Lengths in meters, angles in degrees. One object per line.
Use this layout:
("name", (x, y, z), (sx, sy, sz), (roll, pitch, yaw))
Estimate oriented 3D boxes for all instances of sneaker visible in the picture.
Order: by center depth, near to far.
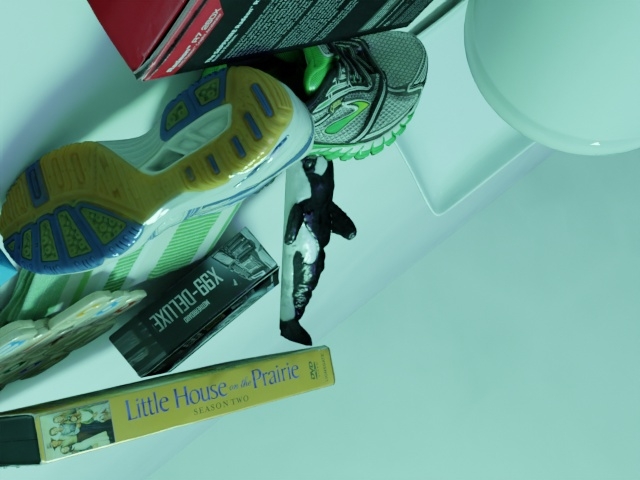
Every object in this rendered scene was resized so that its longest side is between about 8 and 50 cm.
("sneaker", (-0.137, -0.044, 0.750), (0.297, 0.111, 0.131), (-21, 170, 18))
("sneaker", (0.004, -0.156, 0.899), (0.344, 0.134, 0.146), (-30, 164, -38))

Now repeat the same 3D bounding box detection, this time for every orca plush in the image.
("orca plush", (0.000, 0.000, 1.161), (0.102, 0.287, 0.151), (3, -179, -3))

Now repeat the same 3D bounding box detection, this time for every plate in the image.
("plate", (0.212, -0.213, 1.231), (0.278, 0.045, 0.277), (-38, 126, -3))

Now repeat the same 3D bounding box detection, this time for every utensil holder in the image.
("utensil holder", (0.346, -0.311, 0.929), (0.328, 0.327, 0.385), (-39, 168, -10))

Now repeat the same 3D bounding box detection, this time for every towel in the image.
("towel", (-0.205, -0.015, 0.999), (0.325, 0.038, 0.248), (-26, 160, -47))

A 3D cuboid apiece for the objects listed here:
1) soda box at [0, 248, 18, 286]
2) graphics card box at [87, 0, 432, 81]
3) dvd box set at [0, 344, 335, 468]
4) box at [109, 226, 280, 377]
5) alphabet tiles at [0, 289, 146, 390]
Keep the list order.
("soda box", (-0.315, 0.004, 0.646), (0.071, 0.067, 0.210), (-40, 169, -5))
("graphics card box", (0.023, -0.252, 0.663), (0.371, 0.094, 0.233), (-25, 167, -48))
("dvd box set", (-0.233, 0.217, 1.133), (0.421, 0.062, 0.308), (-7, 172, -42))
("box", (-0.177, 0.101, 1.302), (0.242, 0.076, 0.307), (-40, 176, -8))
("alphabet tiles", (-0.342, 0.130, 0.991), (0.278, 0.021, 0.284), (-32, 173, 5))
